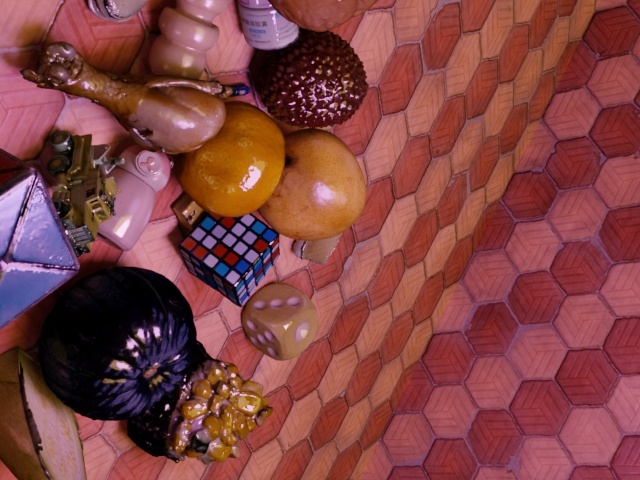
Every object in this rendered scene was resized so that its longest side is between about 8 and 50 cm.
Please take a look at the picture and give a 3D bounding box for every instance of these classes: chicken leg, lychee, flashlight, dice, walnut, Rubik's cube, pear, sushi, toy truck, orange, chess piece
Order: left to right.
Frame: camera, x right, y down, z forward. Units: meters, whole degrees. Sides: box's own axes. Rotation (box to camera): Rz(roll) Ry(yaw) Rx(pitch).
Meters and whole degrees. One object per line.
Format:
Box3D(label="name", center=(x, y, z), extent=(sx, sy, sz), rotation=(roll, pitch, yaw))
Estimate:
Box3D(label="Rubik's cube", center=(-0.617, -0.007, 1.409), extent=(0.259, 0.255, 0.260), rotation=(-43, 144, -28))
Box3D(label="toy truck", center=(-0.458, -0.101, 1.582), extent=(0.128, 0.135, 0.259), rotation=(74, 10, -48))
Box3D(label="chicken leg", center=(-0.378, -0.288, 1.601), extent=(0.429, 0.152, 0.201), rotation=(18, 140, -39))
Box3D(label="chess piece", center=(-0.268, -0.470, 1.696), extent=(0.167, 0.167, 0.299), rotation=(-1, 121, -55))
Box3D(label="sushi", center=(-0.323, 0.466, 2.167), extent=(0.328, 0.285, 0.327), rotation=(-48, 146, -21))
Box3D(label="orange", center=(-0.212, -0.189, 1.862), extent=(0.235, 0.279, 0.278), rotation=(19, 98, -23))
Box3D(label="flashlight", center=(-0.215, -0.358, 1.946), extent=(0.121, 0.035, 0.057), rotation=(-17, 125, -49))
Box3D(label="Rubik's cube", center=(-0.224, 0.028, 2.038), extent=(0.187, 0.184, 0.182), rotation=(-53, 169, -18))
Box3D(label="dice", center=(-0.119, 0.241, 2.404), extent=(0.166, 0.169, 0.169), rotation=(-41, 142, -33))
Box3D(label="pear", center=(-0.032, -0.144, 2.131), extent=(0.314, 0.314, 0.314), rotation=(-35, 139, -38))
Box3D(label="lychee", center=(-0.013, -0.392, 1.995), extent=(0.267, 0.268, 0.267), rotation=(-35, 139, -38))
Box3D(label="walnut", center=(0.005, -0.589, 1.650), extent=(0.333, 0.333, 0.332), rotation=(-35, 139, -38))

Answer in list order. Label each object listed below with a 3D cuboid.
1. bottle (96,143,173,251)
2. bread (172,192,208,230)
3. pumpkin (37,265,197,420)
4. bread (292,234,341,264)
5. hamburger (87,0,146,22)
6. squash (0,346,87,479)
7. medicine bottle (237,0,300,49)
Box3D(label="bottle", center=(-0.412, -0.108, 1.743), extent=(0.236, 0.148, 0.147), rotation=(-59, 149, -13))
Box3D(label="bread", center=(-0.271, -0.129, 2.022), extent=(0.226, 0.049, 0.088), rotation=(-50, 146, -21))
Box3D(label="pumpkin", center=(-0.454, 0.236, 1.823), extent=(0.363, 0.266, 0.363), rotation=(-41, 147, -34))
Box3D(label="bread", center=(0.000, 0.000, 2.501), extent=(0.232, 0.064, 0.172), rotation=(-38, 141, -32))
Box3D(label="hamburger", center=(-0.389, -0.492, 1.567), extent=(0.133, 0.063, 0.139), rotation=(-22, 128, -49))
Box3D(label="squash", center=(-0.583, 0.412, 1.720), extent=(0.210, 0.309, 0.233), rotation=(-50, 146, -21))
Box3D(label="medicine bottle", center=(-0.122, -0.540, 1.853), extent=(0.135, 0.135, 0.168), rotation=(-41, 143, -32))
